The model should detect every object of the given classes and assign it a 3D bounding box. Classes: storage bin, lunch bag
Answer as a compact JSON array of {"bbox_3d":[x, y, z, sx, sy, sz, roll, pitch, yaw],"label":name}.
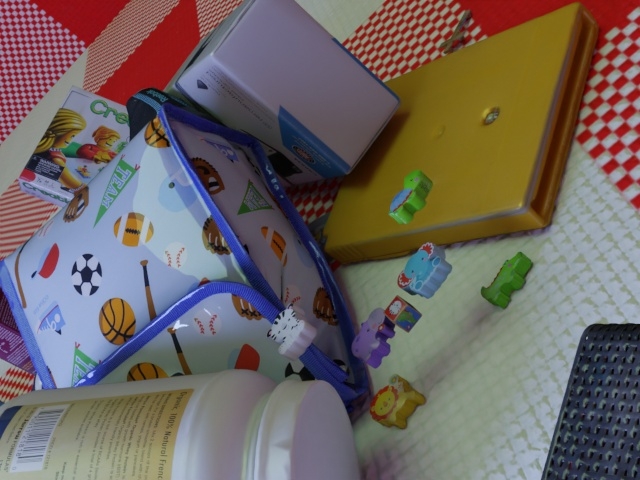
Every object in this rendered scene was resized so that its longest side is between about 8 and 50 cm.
[{"bbox_3d":[0.219,0.154,0.563,0.084,0.122,0.180,-9,51,50],"label":"storage bin"},{"bbox_3d":[-0.157,0.096,0.993,0.328,0.239,0.385,-38,68,22],"label":"lunch bag"}]

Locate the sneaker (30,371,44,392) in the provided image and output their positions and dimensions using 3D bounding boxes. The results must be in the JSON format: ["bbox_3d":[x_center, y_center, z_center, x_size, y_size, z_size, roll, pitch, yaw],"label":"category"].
[{"bbox_3d":[-0.387,0.204,1.364,0.153,0.094,0.234,26,90,51],"label":"sneaker"}]

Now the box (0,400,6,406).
[{"bbox_3d":[-0.649,0.362,1.551,0.244,0.100,0.060,-34,36,29],"label":"box"}]

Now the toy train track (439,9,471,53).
[{"bbox_3d":[0.190,-0.283,1.174,0.048,0.014,0.083,-17,39,55],"label":"toy train track"}]

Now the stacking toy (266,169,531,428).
[{"bbox_3d":[0.076,0.059,0.815,0.221,0.167,0.052,-51,30,4],"label":"stacking toy"}]

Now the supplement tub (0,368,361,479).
[{"bbox_3d":[-0.138,0.237,0.781,0.316,0.228,0.228,-8,47,18],"label":"supplement tub"}]

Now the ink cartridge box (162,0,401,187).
[{"bbox_3d":[-0.070,-0.189,1.156,0.129,0.223,0.307,-56,18,-14],"label":"ink cartridge box"}]

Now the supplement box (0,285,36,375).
[{"bbox_3d":[-0.551,0.154,1.547,0.081,0.188,0.104,-38,33,25],"label":"supplement box"}]

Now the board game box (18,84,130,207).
[{"bbox_3d":[-0.300,-0.110,1.390,0.053,0.305,0.193,118,172,-63],"label":"board game box"}]

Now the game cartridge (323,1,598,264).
[{"bbox_3d":[0.154,-0.114,1.016,0.324,0.053,0.285,-14,47,51],"label":"game cartridge"}]

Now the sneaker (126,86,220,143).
[{"bbox_3d":[-0.215,-0.064,1.244,0.140,0.125,0.340,38,135,29],"label":"sneaker"}]

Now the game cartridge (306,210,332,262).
[{"bbox_3d":[0.000,0.000,1.132,0.056,0.017,0.083,-26,39,32],"label":"game cartridge"}]
